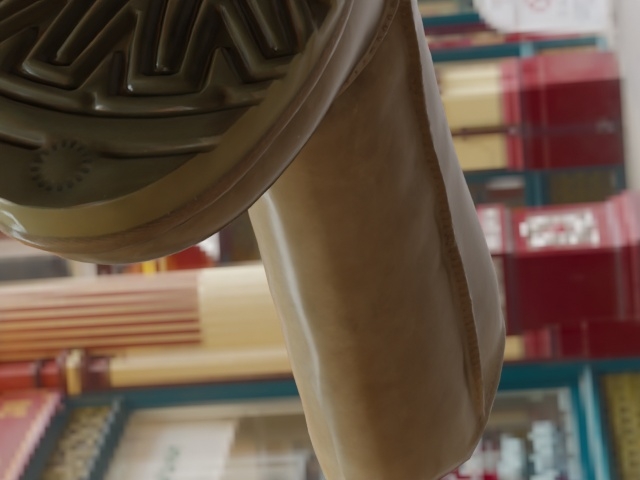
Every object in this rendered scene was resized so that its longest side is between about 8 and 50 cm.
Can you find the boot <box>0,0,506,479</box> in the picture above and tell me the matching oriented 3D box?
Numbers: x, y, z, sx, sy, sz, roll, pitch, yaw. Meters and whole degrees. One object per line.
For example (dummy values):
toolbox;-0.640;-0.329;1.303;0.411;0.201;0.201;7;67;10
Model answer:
boot;0.000;0.000;0.540;0.269;0.089;0.236;76;-151;-42
